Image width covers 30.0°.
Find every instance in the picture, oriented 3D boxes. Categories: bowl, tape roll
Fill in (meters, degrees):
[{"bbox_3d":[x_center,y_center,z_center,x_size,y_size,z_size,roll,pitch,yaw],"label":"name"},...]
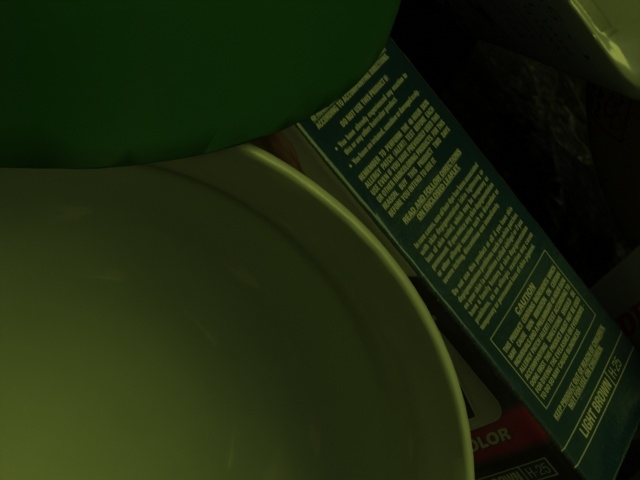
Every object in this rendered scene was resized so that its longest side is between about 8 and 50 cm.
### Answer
[{"bbox_3d":[-0.098,0.089,0.486,0.298,0.134,0.297,-1,98,-9],"label":"bowl"},{"bbox_3d":[-0.117,-0.154,0.455,0.321,0.077,0.321,10,39,-8],"label":"tape roll"}]

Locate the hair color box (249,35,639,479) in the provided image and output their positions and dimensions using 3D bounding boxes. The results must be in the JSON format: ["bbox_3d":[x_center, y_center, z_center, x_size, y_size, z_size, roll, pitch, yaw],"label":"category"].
[{"bbox_3d":[0.000,0.000,0.637,0.347,0.174,0.105,50,45,-9],"label":"hair color box"}]

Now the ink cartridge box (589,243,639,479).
[{"bbox_3d":[0.267,0.138,0.657,0.131,0.226,0.306,-18,72,-22],"label":"ink cartridge box"}]

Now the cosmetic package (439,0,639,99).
[{"bbox_3d":[0.157,-0.330,0.730,0.329,0.327,0.393,47,6,-14],"label":"cosmetic package"}]

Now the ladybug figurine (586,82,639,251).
[{"bbox_3d":[0.343,-0.045,0.760,0.162,0.305,0.449,-12,35,-24],"label":"ladybug figurine"}]
